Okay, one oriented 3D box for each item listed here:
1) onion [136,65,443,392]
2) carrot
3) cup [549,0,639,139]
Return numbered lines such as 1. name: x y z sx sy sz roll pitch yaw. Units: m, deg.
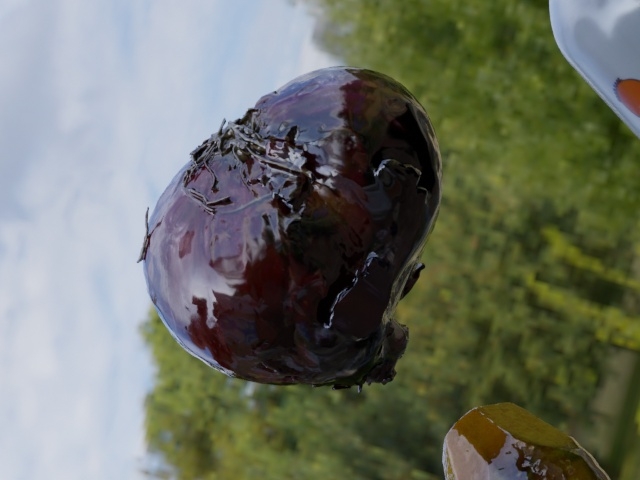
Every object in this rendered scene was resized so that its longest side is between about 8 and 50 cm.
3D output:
1. onion: -0.012 -0.013 1.400 0.221 0.281 0.281 31 109 60
2. carrot: 0.209 0.253 1.333 0.114 0.302 0.114 -28 -32 -19
3. cup: 0.341 -0.136 1.374 0.212 0.317 0.212 -45 8 8
